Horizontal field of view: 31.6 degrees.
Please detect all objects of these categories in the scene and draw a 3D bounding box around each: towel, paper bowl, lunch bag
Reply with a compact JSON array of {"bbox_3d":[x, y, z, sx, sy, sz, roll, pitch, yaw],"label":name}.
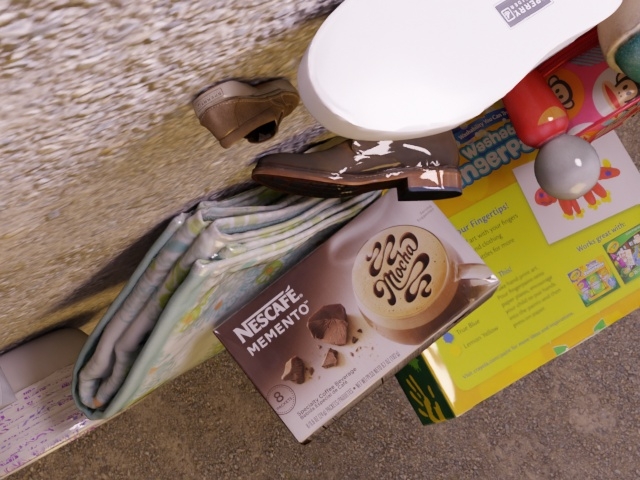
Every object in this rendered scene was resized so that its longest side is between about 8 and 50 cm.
[{"bbox_3d":[-0.111,0.055,1.365,0.320,0.090,0.374,-23,161,-46],"label":"towel"},{"bbox_3d":[-0.397,0.226,1.594,0.284,0.148,0.284,-29,175,-3],"label":"paper bowl"},{"bbox_3d":[0.365,-0.203,1.347,0.258,0.120,0.293,-31,176,4],"label":"lunch bag"}]

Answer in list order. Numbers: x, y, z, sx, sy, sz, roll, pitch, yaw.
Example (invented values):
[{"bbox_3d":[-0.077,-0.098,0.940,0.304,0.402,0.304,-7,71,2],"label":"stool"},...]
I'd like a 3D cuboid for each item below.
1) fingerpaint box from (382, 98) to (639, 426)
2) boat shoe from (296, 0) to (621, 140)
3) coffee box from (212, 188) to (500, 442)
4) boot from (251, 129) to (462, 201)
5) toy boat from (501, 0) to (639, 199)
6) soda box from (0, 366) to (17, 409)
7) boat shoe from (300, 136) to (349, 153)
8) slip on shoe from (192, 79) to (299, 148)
[{"bbox_3d":[0.260,0.002,1.664,0.444,0.371,0.163,-28,174,-18],"label":"fingerpaint box"},{"bbox_3d":[0.091,-0.137,0.797,0.301,0.108,0.102,-34,178,-35],"label":"boat shoe"},{"bbox_3d":[0.043,0.086,1.340,0.297,0.168,0.119,-38,169,-4],"label":"coffee box"},{"bbox_3d":[0.037,-0.099,1.150,0.219,0.106,0.082,2,171,-16],"label":"boot"},{"bbox_3d":[0.326,-0.171,1.110,0.318,0.148,0.267,-34,167,32],"label":"toy boat"},{"bbox_3d":[-0.471,0.200,1.197,0.286,0.091,0.098,-29,176,14],"label":"soda box"},{"bbox_3d":[0.005,-0.082,1.232,0.042,0.049,0.133,-25,176,35],"label":"boat shoe"},{"bbox_3d":[-0.047,-0.090,0.823,0.051,0.041,0.135,-30,175,17],"label":"slip on shoe"}]
